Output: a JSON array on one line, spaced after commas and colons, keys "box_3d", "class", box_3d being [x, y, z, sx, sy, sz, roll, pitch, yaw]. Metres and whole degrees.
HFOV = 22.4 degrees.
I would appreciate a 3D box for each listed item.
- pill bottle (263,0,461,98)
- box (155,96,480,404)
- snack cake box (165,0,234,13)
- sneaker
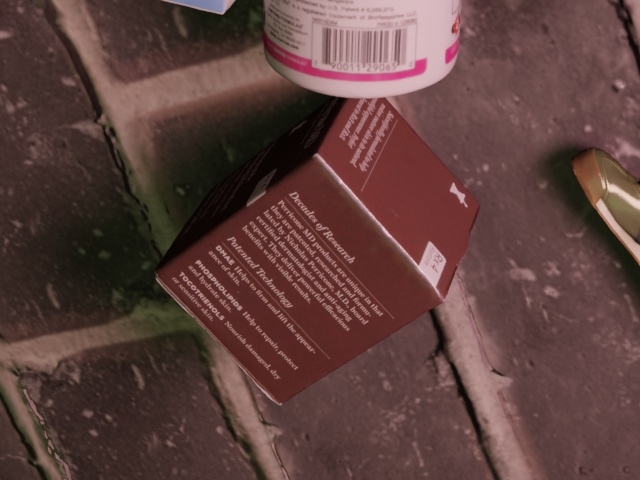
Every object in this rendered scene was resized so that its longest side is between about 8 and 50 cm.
[{"box_3d": [0.035, -0.268, 1.247, 0.160, 0.160, 0.283, 9, 121, 12], "class": "pill bottle"}, {"box_3d": [0.000, 0.000, 1.409, 0.203, 0.168, 0.167, -36, 104, 30], "class": "box"}, {"box_3d": [-0.175, -0.276, 1.312, 0.264, 0.152, 0.089, 14, 122, 8], "class": "snack cake box"}, {"box_3d": [0.300, -0.017, 1.377, 0.086, 0.064, 0.192, -32, 107, 22], "class": "sneaker"}]
